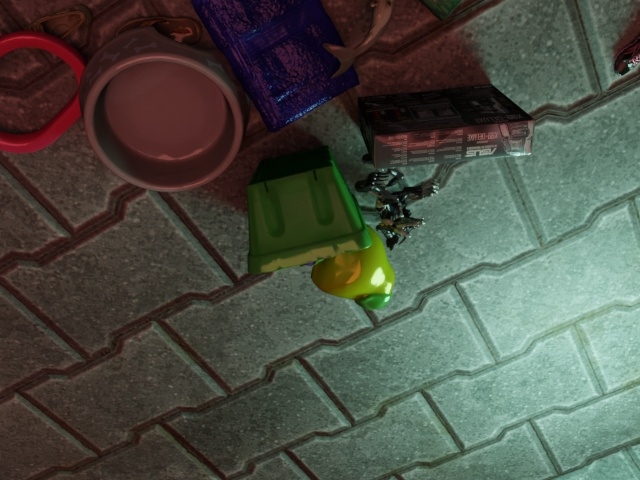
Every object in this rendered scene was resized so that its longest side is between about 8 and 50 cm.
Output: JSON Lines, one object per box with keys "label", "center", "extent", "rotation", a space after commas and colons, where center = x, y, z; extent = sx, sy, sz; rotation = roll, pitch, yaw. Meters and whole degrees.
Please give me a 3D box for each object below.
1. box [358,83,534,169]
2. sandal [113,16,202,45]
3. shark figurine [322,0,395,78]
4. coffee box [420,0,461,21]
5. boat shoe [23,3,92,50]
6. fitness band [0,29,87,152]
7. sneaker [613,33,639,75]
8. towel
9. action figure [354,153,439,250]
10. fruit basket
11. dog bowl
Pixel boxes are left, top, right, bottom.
{"label": "box", "center": [0.244, -0.241, 1.139], "extent": [0.308, 0.242, 0.076], "rotation": [-6, 122, -2]}
{"label": "sandal", "center": [-0.328, -0.408, 1.102], "extent": [0.180, 0.049, 0.072], "rotation": [-7, 122, 0]}
{"label": "shark figurine", "center": [0.103, -0.452, 1.067], "extent": [0.167, 0.116, 0.277], "rotation": [7, 93, 4]}
{"label": "coffee box", "center": [0.262, -0.538, 1.074], "extent": [0.113, 0.040, 0.184], "rotation": [32, 114, -22]}
{"label": "boat shoe", "center": [-0.523, -0.415, 1.082], "extent": [0.153, 0.048, 0.056], "rotation": [-18, 121, 7]}
{"label": "fitness band", "center": [-0.601, -0.299, 1.120], "extent": [0.291, 0.054, 0.209], "rotation": [-36, 136, 18]}
{"label": "sneaker", "center": [0.685, -0.402, 1.183], "extent": [0.047, 0.057, 0.119], "rotation": [27, 117, -22]}
{"label": "towel", "center": [-0.078, -0.391, 1.089], "extent": [0.228, 0.076, 0.308], "rotation": [-31, 116, 2]}
{"label": "action figure", "center": [0.183, -0.079, 1.247], "extent": [0.141, 0.164, 0.275], "rotation": [6, 152, 33]}
{"label": "fruit basket", "center": [0.000, 0.000, 1.195], "extent": [0.283, 0.392, 0.391], "rotation": [-13, 122, 3]}
{"label": "dog bowl", "center": [-0.316, -0.251, 1.136], "extent": [0.349, 0.102, 0.348], "rotation": [-7, 130, -8]}
